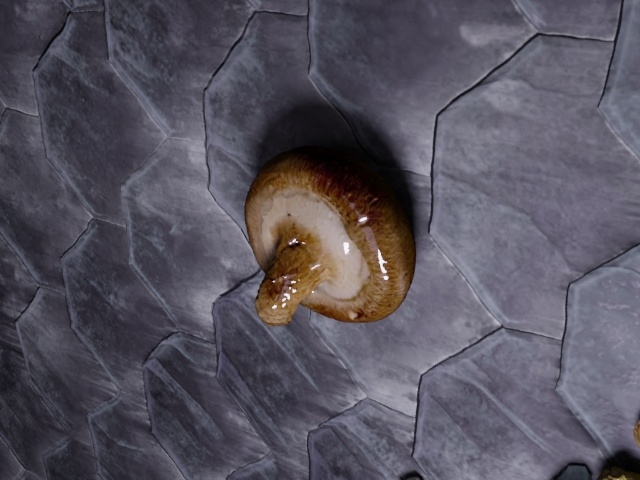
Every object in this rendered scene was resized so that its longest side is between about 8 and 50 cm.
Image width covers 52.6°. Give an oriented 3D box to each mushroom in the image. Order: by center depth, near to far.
[{"bbox_3d":[0.012,-0.011,1.176,0.344,0.239,0.345,3,118,7],"label":"mushroom"}]

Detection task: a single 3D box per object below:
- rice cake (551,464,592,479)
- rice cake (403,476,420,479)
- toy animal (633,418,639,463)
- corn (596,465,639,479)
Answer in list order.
[{"bbox_3d":[0.410,0.550,1.249,0.063,0.066,0.336,37,123,13],"label":"rice cake"},{"bbox_3d":[0.255,0.613,1.374,0.057,0.052,0.256,-37,89,38],"label":"rice cake"},{"bbox_3d":[0.589,0.288,1.047,0.149,0.054,0.276,3,110,27],"label":"toy animal"},{"bbox_3d":[0.561,0.559,1.138,0.120,0.120,0.364,-12,106,33],"label":"corn"}]
